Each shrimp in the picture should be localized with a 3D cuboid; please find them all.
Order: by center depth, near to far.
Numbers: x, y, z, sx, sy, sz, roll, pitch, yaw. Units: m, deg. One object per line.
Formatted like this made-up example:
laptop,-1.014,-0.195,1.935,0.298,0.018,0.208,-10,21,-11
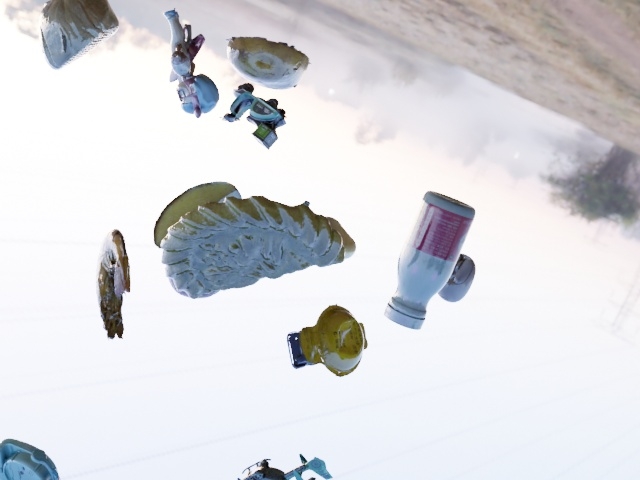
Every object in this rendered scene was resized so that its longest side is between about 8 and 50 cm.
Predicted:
shrimp,-0.446,0.093,1.905,0.068,0.248,0.150,2,165,-27

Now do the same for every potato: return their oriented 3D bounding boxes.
potato,-0.120,-0.450,2.250,0.243,0.098,0.138,9,174,-27
potato,-0.329,-0.020,2.460,0.112,0.269,0.255,44,164,34

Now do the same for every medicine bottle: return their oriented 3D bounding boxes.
medicine bottle,0.171,0.033,1.416,0.090,0.216,0.090,20,-170,-4

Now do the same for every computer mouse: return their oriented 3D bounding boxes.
computer mouse,0.252,0.071,1.652,0.066,0.096,0.039,31,-160,27

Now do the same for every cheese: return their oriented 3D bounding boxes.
cheese,0.022,0.243,2.103,0.069,0.176,0.270,-16,173,42
cheese,0.000,0.000,2.140,0.127,0.054,0.251,51,-158,13

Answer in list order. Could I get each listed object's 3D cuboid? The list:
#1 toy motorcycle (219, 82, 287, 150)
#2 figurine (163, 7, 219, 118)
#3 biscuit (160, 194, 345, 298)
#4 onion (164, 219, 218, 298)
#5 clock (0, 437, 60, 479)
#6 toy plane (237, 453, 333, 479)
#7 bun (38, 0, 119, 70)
toy motorcycle,-0.141,-0.269,1.852,0.173,0.100,0.058,38,172,33
figurine,-0.306,-0.417,2.063,0.103,0.260,0.205,-17,-171,-12
biscuit,-0.115,0.006,1.254,0.187,0.274,0.036,57,-156,-47
onion,-0.249,0.048,2.027,0.218,0.139,0.195,7,-134,-16
clock,-0.523,0.422,1.596,0.147,0.108,0.045,12,-145,17
toy plane,-0.091,0.486,1.762,0.096,0.235,0.060,56,-160,-6
bun,-0.458,-0.398,1.618,0.113,0.166,0.173,53,153,-14
